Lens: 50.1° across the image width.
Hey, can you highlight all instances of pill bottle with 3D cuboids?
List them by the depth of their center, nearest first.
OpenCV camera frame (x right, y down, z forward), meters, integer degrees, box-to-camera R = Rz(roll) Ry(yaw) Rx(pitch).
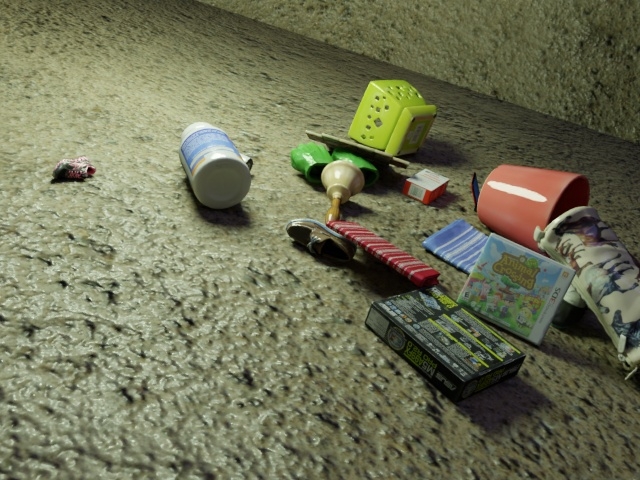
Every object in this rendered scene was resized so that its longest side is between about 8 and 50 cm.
[{"bbox_3d":[-0.289,-0.210,1.810,0.152,0.152,0.272,3,31,-25],"label":"pill bottle"}]

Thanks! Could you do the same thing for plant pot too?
[{"bbox_3d":[0.618,-0.101,2.021,0.243,0.274,0.275,26,27,36],"label":"plant pot"},{"bbox_3d":[0.273,-0.431,2.468,0.207,0.228,0.227,41,35,28],"label":"plant pot"}]

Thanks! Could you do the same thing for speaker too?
[{"bbox_3d":[-0.266,-0.238,1.981,0.136,0.055,0.055,25,28,17],"label":"speaker"}]

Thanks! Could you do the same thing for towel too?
[{"bbox_3d":[0.157,0.031,1.657,0.275,0.031,0.199,32,11,18],"label":"towel"},{"bbox_3d":[0.467,0.052,1.868,0.336,0.040,0.243,31,31,25],"label":"towel"}]

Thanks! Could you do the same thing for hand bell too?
[{"bbox_3d":[0.043,-0.103,1.884,0.126,0.126,0.242,17,40,0],"label":"hand bell"}]

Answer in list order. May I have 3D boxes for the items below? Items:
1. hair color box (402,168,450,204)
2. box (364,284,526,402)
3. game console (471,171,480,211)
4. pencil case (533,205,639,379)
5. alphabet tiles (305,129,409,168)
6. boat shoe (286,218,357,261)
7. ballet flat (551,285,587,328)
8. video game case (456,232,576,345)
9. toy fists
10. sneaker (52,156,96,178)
[{"bbox_3d":[0.340,-0.175,2.203,0.093,0.053,0.167,27,30,21],"label":"hair color box"},{"bbox_3d":[0.260,0.207,1.441,0.216,0.060,0.270,-10,37,-42],"label":"box"},{"bbox_3d":[0.540,-0.148,2.228,0.124,0.085,0.144,20,28,8],"label":"game console"},{"bbox_3d":[0.676,0.111,1.602,0.184,0.160,0.410,-18,63,-25],"label":"pencil case"},{"bbox_3d":[0.120,-0.292,2.219,0.343,0.011,0.285,18,2,2],"label":"alphabet tiles"},{"bbox_3d":[0.000,0.000,1.674,0.183,0.066,0.066,18,29,2],"label":"boat shoe"},{"bbox_3d":[0.655,0.135,1.753,0.095,0.096,0.280,34,32,25],"label":"ballet flat"},{"bbox_3d":[0.454,0.112,1.599,0.212,0.193,0.023,27,-2,19],"label":"video game case"},{"bbox_3d":[0.039,-0.231,2.100,0.279,0.096,0.142,2,38,-29],"label":"toy fists"},{"bbox_3d":[-0.604,-0.171,1.689,0.057,0.047,0.119,37,33,13],"label":"sneaker"}]
